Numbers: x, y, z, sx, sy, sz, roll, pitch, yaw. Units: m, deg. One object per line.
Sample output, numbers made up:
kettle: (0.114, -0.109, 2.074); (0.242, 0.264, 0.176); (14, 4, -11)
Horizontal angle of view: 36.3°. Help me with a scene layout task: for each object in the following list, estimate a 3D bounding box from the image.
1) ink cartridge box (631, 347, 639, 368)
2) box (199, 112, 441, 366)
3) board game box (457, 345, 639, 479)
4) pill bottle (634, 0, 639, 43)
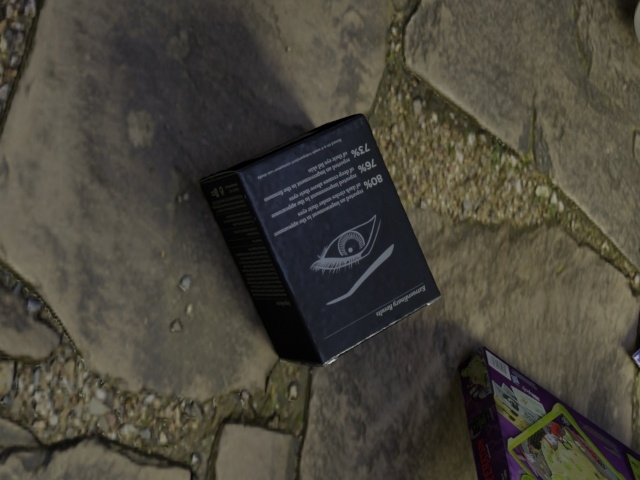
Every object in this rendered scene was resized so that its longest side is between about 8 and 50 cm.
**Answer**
ink cartridge box: (0.575, 0.089, 1.225); (0.371, 0.069, 0.175); (-40, 109, -7)
box: (0.000, 0.000, 0.970); (0.153, 0.108, 0.207); (-26, 99, -25)
board game box: (0.299, 0.275, 1.063); (0.347, 0.208, 0.056); (35, 112, -19)
pill bottle: (0.544, -0.343, 1.209); (0.334, 0.188, 0.188); (-42, 105, -22)
